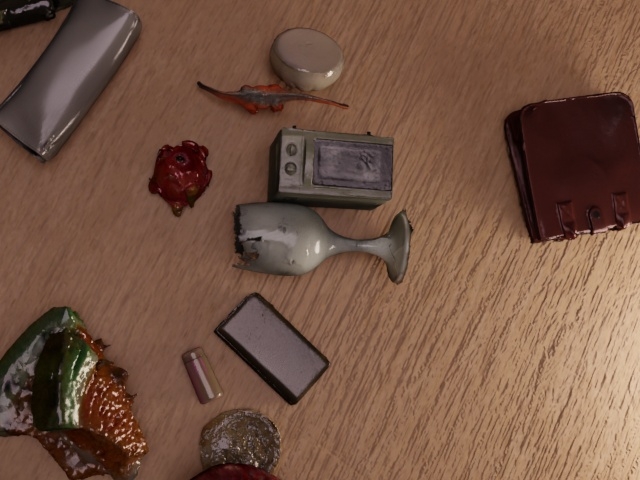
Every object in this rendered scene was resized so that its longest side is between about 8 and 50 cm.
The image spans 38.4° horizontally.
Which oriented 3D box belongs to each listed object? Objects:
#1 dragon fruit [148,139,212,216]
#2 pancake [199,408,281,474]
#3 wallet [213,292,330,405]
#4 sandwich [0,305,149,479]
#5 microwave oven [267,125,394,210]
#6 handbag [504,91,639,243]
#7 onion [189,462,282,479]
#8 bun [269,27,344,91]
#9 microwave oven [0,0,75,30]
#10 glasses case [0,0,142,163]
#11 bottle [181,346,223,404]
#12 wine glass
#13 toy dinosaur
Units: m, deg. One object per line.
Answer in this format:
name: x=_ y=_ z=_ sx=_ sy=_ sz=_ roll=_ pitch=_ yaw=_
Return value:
dragon fruit: x=-0.250 y=-0.121 z=1.642 sx=0.112 sy=0.068 sz=0.126 roll=38 pitch=77 yaw=-5
pancake: x=-0.143 y=0.369 z=1.634 sx=0.152 sy=0.025 sz=0.151 roll=1 pitch=85 yaw=-11
wallet: x=-0.086 y=0.193 z=1.660 sx=0.198 sy=0.031 sz=0.110 roll=44 pitch=78 yaw=-4
sandwich: x=-0.412 y=0.286 z=1.520 sx=0.301 sy=0.162 sz=0.250 roll=42 pitch=82 yaw=-2
microwave oven: x=0.015 y=-0.129 z=1.646 sx=0.205 sy=0.163 sz=0.129 roll=4 pitch=84 yaw=-12
handbag: x=0.504 y=-0.142 z=1.793 sx=0.260 sy=0.084 sz=0.275 roll=-9 pitch=87 yaw=-15
onion: x=-0.152 y=0.494 z=1.534 sx=0.246 sy=0.190 sz=0.246 roll=1 pitch=87 yaw=-15
bun: x=-0.028 y=-0.320 z=1.696 sx=0.138 sy=0.094 sz=0.138 roll=6 pitch=48 yaw=-7
microwave oven: x=-0.561 y=-0.487 z=1.448 sx=0.333 sy=0.394 sz=0.247 roll=-20 pitch=88 yaw=-12
glasses case: x=-0.443 y=-0.288 z=1.613 sx=0.128 sy=0.083 sz=0.308 roll=32 pitch=79 yaw=-1
bottle: x=-0.210 y=0.238 z=1.625 sx=0.045 sy=0.045 sz=0.096 roll=-24 pitch=87 yaw=-13
wine glass: x=0.000 y=0.000 z=1.644 sx=0.321 sy=0.143 sz=0.143 roll=5 pitch=83 yaw=-8
toy dinosaur: x=-0.087 y=-0.258 z=1.672 sx=0.280 sy=0.101 sz=0.055 roll=2 pitch=95 yaw=0
